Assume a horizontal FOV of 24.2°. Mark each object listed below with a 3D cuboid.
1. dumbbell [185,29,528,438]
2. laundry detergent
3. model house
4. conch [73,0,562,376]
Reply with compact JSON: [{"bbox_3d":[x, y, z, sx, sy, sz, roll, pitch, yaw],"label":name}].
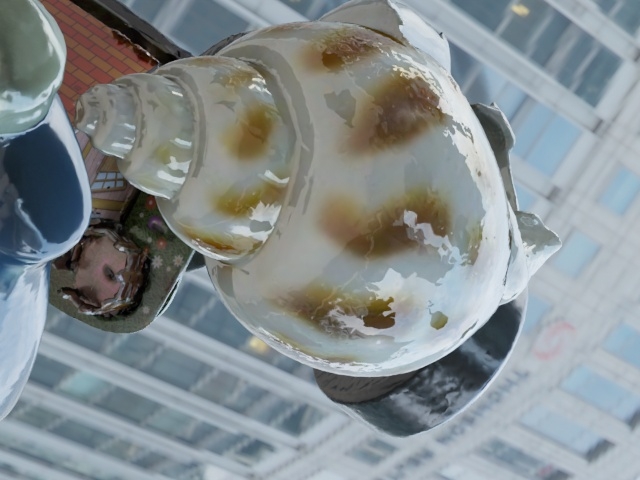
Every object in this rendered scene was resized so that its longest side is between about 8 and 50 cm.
[{"bbox_3d":[0.000,0.000,1.232,0.204,0.322,0.204,-39,-153,24],"label":"dumbbell"},{"bbox_3d":[-0.189,-0.014,0.749,0.143,0.094,0.290,47,-41,15],"label":"laundry detergent"},{"bbox_3d":[-0.215,-0.081,1.000,0.294,0.154,0.207,36,-78,21],"label":"model house"},{"bbox_3d":[0.008,-0.026,0.695,0.148,0.275,0.183,-31,-124,12],"label":"conch"}]
